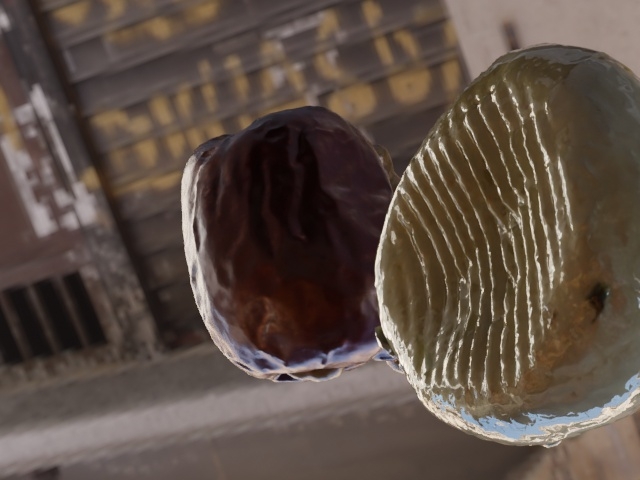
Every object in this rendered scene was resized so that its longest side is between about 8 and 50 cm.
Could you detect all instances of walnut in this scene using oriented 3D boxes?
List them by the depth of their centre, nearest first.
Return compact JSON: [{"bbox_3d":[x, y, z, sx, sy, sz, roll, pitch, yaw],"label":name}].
[{"bbox_3d":[0.000,0.000,1.488,0.244,0.269,0.222,-9,165,-16],"label":"walnut"}]

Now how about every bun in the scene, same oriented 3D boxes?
[{"bbox_3d":[0.145,0.006,0.980,0.160,0.259,0.259,10,178,-28],"label":"bun"}]
